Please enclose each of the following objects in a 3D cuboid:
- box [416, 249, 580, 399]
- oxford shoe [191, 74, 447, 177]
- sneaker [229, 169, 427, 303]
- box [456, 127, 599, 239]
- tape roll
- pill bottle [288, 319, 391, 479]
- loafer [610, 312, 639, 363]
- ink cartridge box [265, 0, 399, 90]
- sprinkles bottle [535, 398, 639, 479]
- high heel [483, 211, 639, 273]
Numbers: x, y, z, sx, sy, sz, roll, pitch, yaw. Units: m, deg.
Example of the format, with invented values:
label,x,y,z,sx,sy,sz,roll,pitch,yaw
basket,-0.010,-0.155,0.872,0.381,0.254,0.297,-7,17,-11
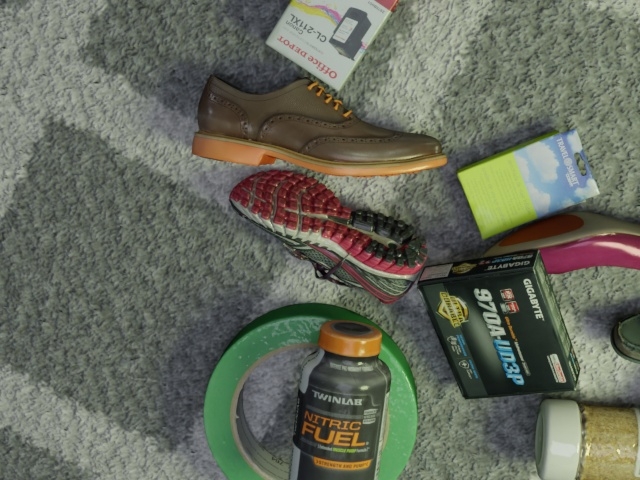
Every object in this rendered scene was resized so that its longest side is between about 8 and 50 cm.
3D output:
label,x,y,z,sx,sy,sz,roll,pitch,yaw
box,0.256,0.124,1.571,0.175,0.051,0.220,-9,120,27
oxford shoe,0.001,-0.162,1.552,0.364,0.130,0.132,7,96,3
sneaker,0.000,0.000,1.595,0.299,0.121,0.112,27,134,7
box,0.297,-0.084,1.583,0.178,0.042,0.109,-21,100,9
tape roll,-0.013,0.257,1.667,0.321,0.077,0.321,1,102,5
pill bottle,0.029,0.239,1.554,0.131,0.130,0.245,7,102,3
loafer,0.554,0.123,1.570,0.268,0.084,0.096,-1,57,-1
ink cartridge box,0.023,-0.315,1.541,0.127,0.072,0.175,33,102,-3
sprinkles bottle,0.499,0.305,1.609,0.356,0.121,0.121,4,102,4
high heel,0.430,0.046,1.564,0.377,0.127,0.181,-11,108,12
